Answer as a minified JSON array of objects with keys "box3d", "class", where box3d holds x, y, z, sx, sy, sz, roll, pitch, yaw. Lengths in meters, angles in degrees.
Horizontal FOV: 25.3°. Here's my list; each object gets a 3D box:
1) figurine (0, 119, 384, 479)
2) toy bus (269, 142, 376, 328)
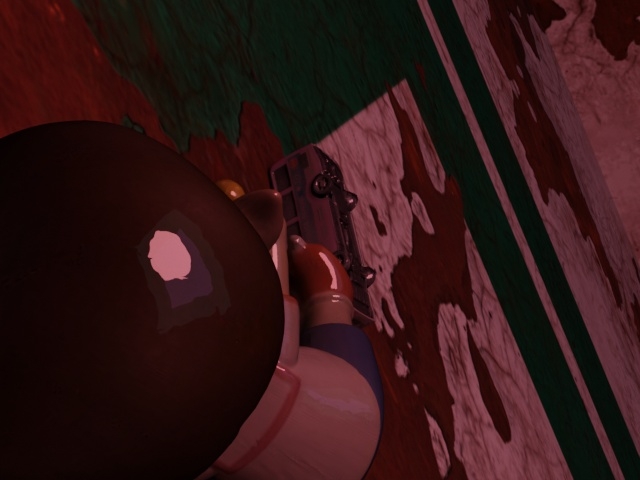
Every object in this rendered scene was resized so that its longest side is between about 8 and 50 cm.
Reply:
[{"box3d":[-0.081,0.035,0.566,0.158,0.161,0.275,33,-4,32],"class":"figurine"},{"box3d":[0.000,0.000,0.940,0.037,0.052,0.131,33,38,-52],"class":"toy bus"}]
